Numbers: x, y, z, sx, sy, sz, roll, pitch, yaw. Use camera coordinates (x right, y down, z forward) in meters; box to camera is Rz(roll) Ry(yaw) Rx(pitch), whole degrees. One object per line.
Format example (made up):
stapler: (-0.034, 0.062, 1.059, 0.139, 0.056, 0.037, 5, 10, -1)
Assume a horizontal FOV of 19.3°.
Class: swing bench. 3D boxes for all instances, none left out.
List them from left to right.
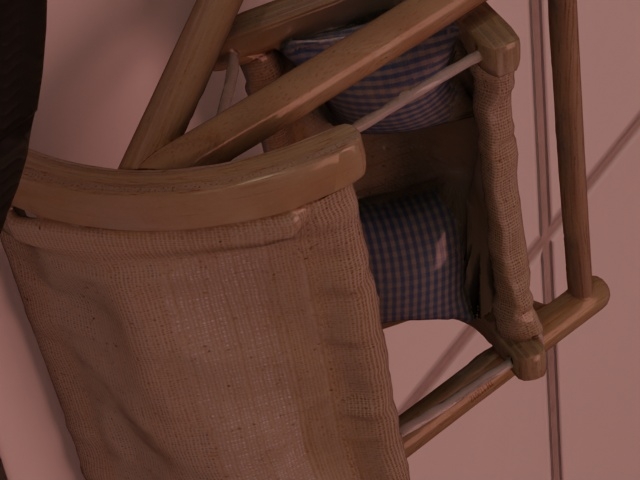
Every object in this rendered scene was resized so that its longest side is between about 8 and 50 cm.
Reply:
swing bench: (0.000, 0.000, 0.849, 0.255, 0.165, 0.253, -50, 145, -33)

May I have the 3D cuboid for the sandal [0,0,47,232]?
sandal: (-0.115, -0.092, 0.321, 0.120, 0.086, 0.303, -2, 94, -54)
